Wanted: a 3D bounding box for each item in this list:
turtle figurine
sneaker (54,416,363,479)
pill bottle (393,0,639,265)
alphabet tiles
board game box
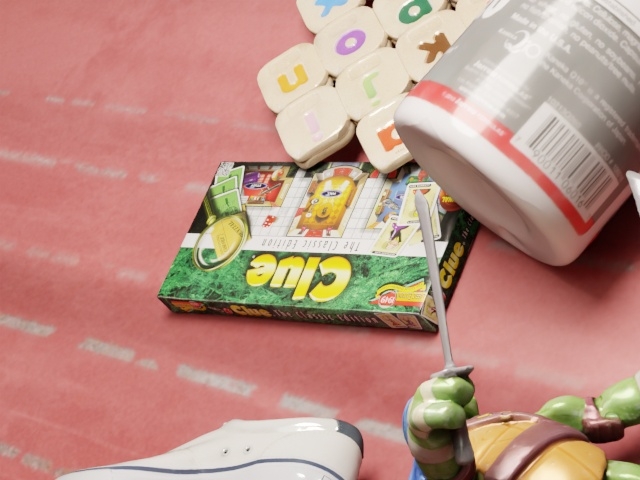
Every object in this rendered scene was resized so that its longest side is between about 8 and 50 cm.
[{"bbox_3d":[0.157,0.101,1.007,0.266,0.198,0.274,36,96,39],"label":"turtle figurine"},{"bbox_3d":[-0.079,0.176,1.233,0.258,0.094,0.091,-7,32,30],"label":"sneaker"},{"bbox_3d":[0.198,-0.136,1.208,0.283,0.161,0.161,-48,42,-7],"label":"pill bottle"},{"bbox_3d":[0.084,-0.169,1.410,0.284,0.021,0.278,-31,38,6],"label":"alphabet tiles"},{"bbox_3d":[0.000,0.000,1.348,0.260,0.030,0.136,1,60,38],"label":"board game box"}]
